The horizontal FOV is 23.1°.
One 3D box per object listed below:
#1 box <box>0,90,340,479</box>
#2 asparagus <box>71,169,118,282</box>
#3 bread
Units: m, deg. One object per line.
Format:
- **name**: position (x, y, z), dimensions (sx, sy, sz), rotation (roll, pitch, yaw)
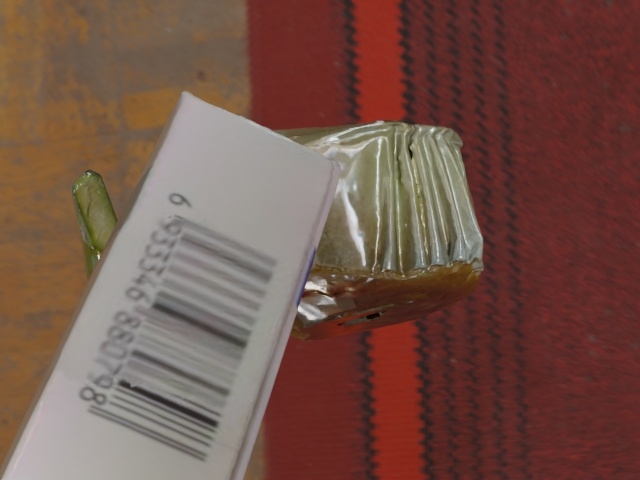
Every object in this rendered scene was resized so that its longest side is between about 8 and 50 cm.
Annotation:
- **box**: position (-0.101, 0.132, 0.565), dimensions (0.065, 0.200, 0.343), rotation (24, 133, -6)
- **asparagus**: position (-0.193, 0.004, 1.386), dimensions (0.041, 0.178, 0.045), rotation (-8, 56, -6)
- **bread**: position (0.000, 0.001, 0.945), dimensions (0.192, 0.210, 0.109), rotation (-6, 82, -2)
